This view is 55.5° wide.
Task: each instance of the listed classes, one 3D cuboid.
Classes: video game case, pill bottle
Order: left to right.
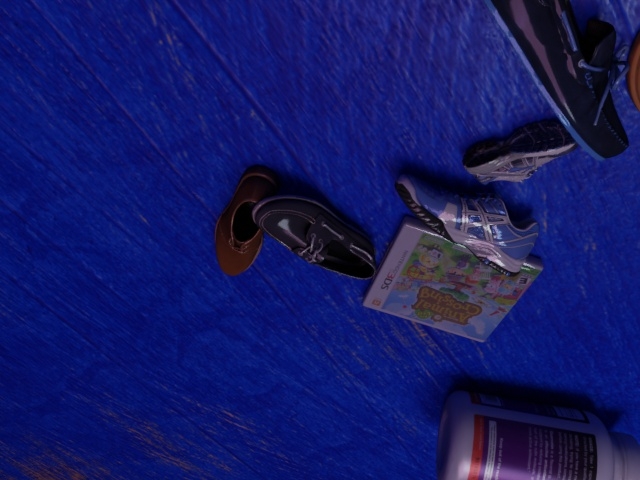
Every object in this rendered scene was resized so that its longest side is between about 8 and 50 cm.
[{"bbox_3d":[0.193,0.066,0.924,0.212,0.023,0.193,17,134,-4],"label":"video game case"},{"bbox_3d":[0.376,0.377,1.069,0.322,0.182,0.182,9,134,5],"label":"pill bottle"}]

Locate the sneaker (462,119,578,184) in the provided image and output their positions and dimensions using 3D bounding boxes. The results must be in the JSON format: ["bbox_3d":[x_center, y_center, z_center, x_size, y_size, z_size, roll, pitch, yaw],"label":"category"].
[{"bbox_3d":[0.246,-0.102,0.742,0.135,0.052,0.058,-11,140,31],"label":"sneaker"}]

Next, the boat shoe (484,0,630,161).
[{"bbox_3d":[0.259,-0.186,0.615,0.089,0.109,0.258,-30,123,30],"label":"boat shoe"}]

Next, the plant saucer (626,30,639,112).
[{"bbox_3d":[0.427,-0.184,0.626,0.199,0.037,0.200,7,133,7],"label":"plant saucer"}]

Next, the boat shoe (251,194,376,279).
[{"bbox_3d":[0.000,0.000,0.838,0.206,0.065,0.075,24,120,-34],"label":"boat shoe"}]

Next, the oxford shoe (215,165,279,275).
[{"bbox_3d":[-0.119,-0.009,0.887,0.076,0.076,0.212,17,136,-6],"label":"oxford shoe"}]

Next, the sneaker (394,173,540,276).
[{"bbox_3d":[0.193,-0.037,0.804,0.211,0.080,0.081,29,108,-13],"label":"sneaker"}]
